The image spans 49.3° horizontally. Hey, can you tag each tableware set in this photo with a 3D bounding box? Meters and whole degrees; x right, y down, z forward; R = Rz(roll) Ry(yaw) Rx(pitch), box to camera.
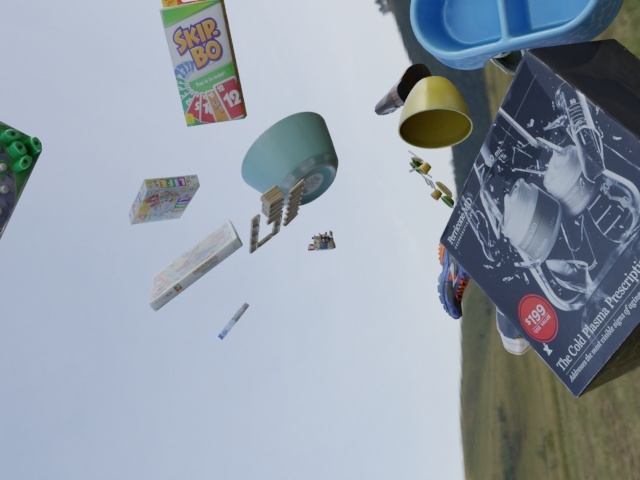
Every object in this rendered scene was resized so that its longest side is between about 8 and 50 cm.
[{"bbox_3d":[0.230,-0.121,1.454,0.104,0.024,0.154,42,177,35],"label":"tableware set"}]

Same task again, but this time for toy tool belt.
[{"bbox_3d":[0.000,0.000,1.799,0.083,0.052,0.051,-3,-98,-35],"label":"toy tool belt"}]

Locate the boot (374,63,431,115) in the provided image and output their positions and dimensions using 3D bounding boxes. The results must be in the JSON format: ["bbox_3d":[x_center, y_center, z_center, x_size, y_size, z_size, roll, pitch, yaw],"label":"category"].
[{"bbox_3d":[0.228,-0.422,1.948,0.082,0.106,0.219,54,-135,-9],"label":"boot"}]

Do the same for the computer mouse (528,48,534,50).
[{"bbox_3d":[0.336,-0.409,1.186,0.262,0.060,0.184,58,-155,-6],"label":"computer mouse"}]

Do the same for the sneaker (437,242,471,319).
[{"bbox_3d":[0.353,0.093,1.799,0.083,0.087,0.221,14,-105,-60],"label":"sneaker"}]

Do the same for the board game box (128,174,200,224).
[{"bbox_3d":[-0.305,-0.078,1.351,0.104,0.154,0.026,-10,-108,-29],"label":"board game box"}]

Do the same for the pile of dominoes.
[{"bbox_3d":[-0.136,-0.078,1.996,0.040,0.196,0.251,46,158,13],"label":"pile of dominoes"}]

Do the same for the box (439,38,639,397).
[{"bbox_3d":[0.362,-0.031,0.921,0.312,0.179,0.343,54,144,34],"label":"box"}]

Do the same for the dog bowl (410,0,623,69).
[{"bbox_3d":[0.260,-0.336,0.967,0.074,0.297,0.165,-20,-78,-56],"label":"dog bowl"}]

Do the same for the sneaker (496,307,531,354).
[{"bbox_3d":[0.450,0.118,1.434,0.321,0.126,0.127,-28,-56,-42],"label":"sneaker"}]

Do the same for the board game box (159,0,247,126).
[{"bbox_3d":[-0.232,-0.361,1.382,0.039,0.124,0.259,-78,-20,-68],"label":"board game box"}]

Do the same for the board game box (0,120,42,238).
[{"bbox_3d":[-0.706,-0.090,1.137,0.390,0.050,0.389,29,-114,-32],"label":"board game box"}]

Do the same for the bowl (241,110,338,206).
[{"bbox_3d":[-0.067,-0.221,2.113,0.163,0.311,0.311,52,-170,24],"label":"bowl"}]

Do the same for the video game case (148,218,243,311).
[{"bbox_3d":[-0.253,0.042,1.400,0.026,0.206,0.227,53,177,-16],"label":"video game case"}]

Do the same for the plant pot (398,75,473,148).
[{"bbox_3d":[0.209,-0.243,1.283,0.134,0.134,0.095,44,-138,-57],"label":"plant pot"}]

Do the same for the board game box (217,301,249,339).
[{"bbox_3d":[-0.248,0.229,1.993,0.020,0.090,0.090,39,-146,-2],"label":"board game box"}]

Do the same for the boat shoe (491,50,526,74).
[{"bbox_3d":[0.374,-0.432,1.457,0.302,0.109,0.094,7,-120,-56],"label":"boat shoe"}]
